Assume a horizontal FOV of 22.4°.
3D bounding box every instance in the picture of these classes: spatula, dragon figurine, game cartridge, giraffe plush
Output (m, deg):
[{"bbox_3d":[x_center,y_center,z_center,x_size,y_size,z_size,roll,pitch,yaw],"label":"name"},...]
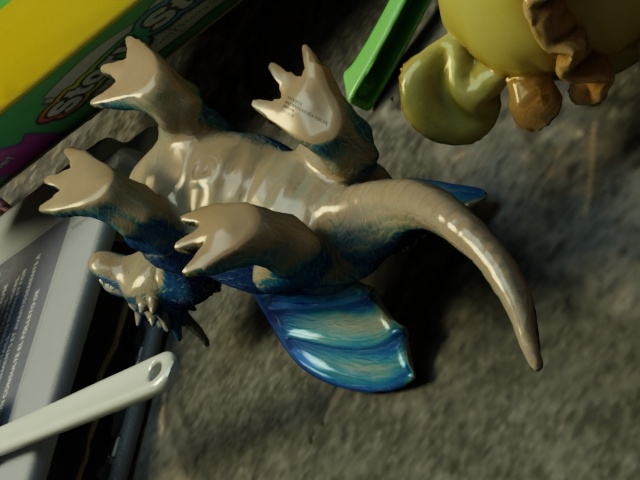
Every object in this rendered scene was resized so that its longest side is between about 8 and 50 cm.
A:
[{"bbox_3d":[-0.142,0.127,0.656,0.242,0.019,0.168,-27,40,47],"label":"spatula"},{"bbox_3d":[0.000,0.000,0.584,0.289,0.144,0.085,10,72,43],"label":"dragon figurine"},{"bbox_3d":[-0.157,0.099,0.789,0.196,0.060,0.294,-26,41,41],"label":"game cartridge"},{"bbox_3d":[0.077,-0.132,0.530,0.210,0.170,0.181,-31,8,-39],"label":"giraffe plush"}]

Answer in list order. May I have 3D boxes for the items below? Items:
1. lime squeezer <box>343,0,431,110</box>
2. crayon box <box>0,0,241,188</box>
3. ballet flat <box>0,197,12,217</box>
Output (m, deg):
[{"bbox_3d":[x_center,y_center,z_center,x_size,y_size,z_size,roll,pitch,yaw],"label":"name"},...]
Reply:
[{"bbox_3d":[0.104,-0.182,0.636,0.310,0.059,0.110,-36,34,35],"label":"lime squeezer"},{"bbox_3d":[-0.154,-0.231,0.781,0.363,0.313,0.106,-35,-7,16],"label":"crayon box"},{"bbox_3d":[-0.245,0.011,1.016,0.221,0.077,0.079,-34,16,40],"label":"ballet flat"}]
